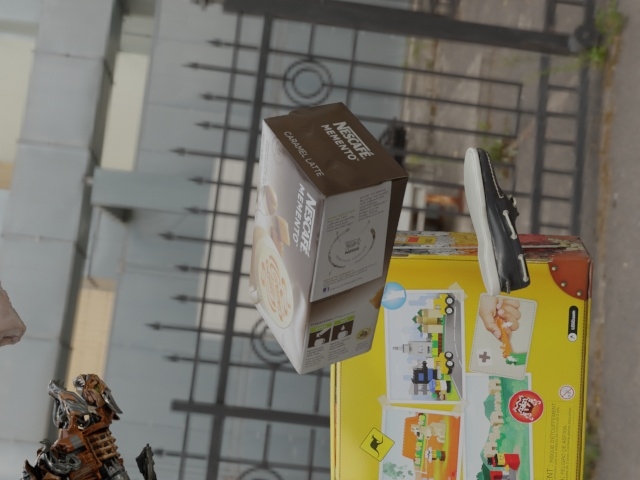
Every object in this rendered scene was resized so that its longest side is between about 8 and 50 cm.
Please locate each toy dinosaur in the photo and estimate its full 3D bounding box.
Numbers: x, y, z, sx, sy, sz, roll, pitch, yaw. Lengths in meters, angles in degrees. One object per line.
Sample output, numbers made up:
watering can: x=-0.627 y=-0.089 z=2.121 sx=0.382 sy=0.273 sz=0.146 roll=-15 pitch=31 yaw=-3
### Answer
toy dinosaur: x=-0.277 y=0.305 z=0.999 sx=0.164 sy=0.218 sz=0.322 roll=109 pitch=152 yaw=-46

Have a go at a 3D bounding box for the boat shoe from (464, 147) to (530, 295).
boat shoe: x=0.146 y=-0.017 z=0.781 sx=0.046 sy=0.038 sz=0.125 roll=-148 pitch=47 yaw=-87

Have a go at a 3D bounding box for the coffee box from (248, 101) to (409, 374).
coffee box: x=0.000 y=0.000 z=0.998 sx=0.141 sy=0.098 sz=0.246 roll=53 pitch=147 yaw=39

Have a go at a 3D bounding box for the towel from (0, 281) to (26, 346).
towel: x=-0.545 y=0.020 z=1.065 sx=0.331 sy=0.317 sz=0.053 roll=56 pitch=131 yaw=12

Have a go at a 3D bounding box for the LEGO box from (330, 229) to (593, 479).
LEGO box: x=0.211 y=0.246 z=1.460 sx=0.193 sy=0.373 sz=0.500 roll=-39 pitch=-49 yaw=-77
